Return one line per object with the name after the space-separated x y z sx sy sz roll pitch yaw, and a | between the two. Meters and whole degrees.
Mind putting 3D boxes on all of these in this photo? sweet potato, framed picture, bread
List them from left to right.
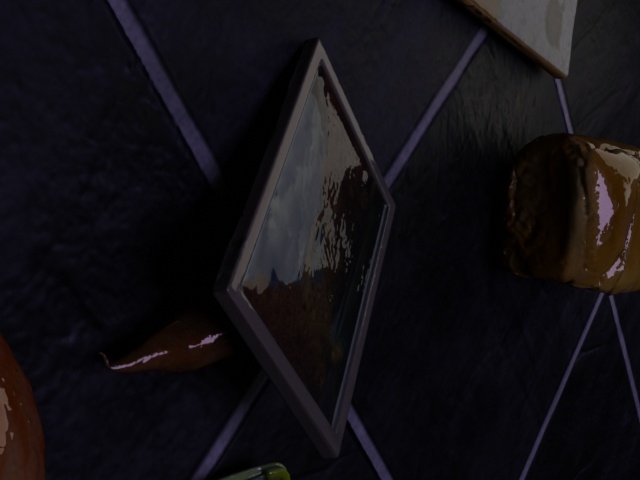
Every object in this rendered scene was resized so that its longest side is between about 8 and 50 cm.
-0.069 0.057 0.648 0.195 0.056 0.056 -12 106 -49 | sweet potato
0.000 0.000 0.704 0.250 0.016 0.184 -73 147 -42 | framed picture
0.309 -0.029 1.098 0.294 0.132 0.166 5 99 -57 | bread

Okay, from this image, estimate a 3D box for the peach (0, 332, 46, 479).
-0.202 0.071 0.328 0.233 0.233 0.232 -15 109 -53 | peach

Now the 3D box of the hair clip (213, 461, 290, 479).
-0.087 0.196 0.661 0.188 0.033 0.060 -23 113 -48 | hair clip

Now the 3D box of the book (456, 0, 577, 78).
0.182 -0.333 0.940 0.389 0.032 0.268 13 85 -56 | book
